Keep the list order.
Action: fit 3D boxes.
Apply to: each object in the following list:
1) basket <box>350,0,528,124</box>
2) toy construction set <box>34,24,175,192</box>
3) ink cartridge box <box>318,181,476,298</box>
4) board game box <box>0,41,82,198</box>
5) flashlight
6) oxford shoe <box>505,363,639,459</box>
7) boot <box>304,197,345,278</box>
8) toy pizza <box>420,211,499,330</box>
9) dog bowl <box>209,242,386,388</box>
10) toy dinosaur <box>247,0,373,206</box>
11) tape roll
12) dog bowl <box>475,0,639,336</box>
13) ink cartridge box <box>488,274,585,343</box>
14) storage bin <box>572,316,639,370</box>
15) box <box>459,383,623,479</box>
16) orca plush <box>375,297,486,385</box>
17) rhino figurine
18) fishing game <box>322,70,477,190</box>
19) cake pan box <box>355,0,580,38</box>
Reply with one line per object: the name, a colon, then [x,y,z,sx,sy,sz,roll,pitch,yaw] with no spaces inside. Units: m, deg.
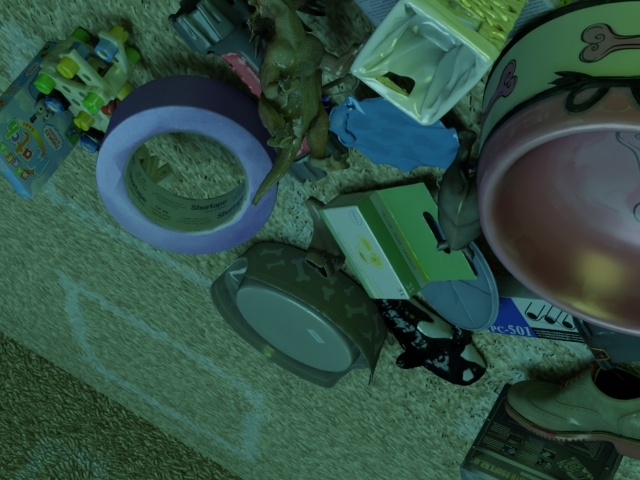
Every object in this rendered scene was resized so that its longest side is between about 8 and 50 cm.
basket: [0.123,-0.214,1.226,0.113,0.103,0.167,36,154,-5]
toy construction set: [-0.337,-0.204,1.900,0.215,0.151,0.328,12,136,38]
ink cartridge box: [0.110,0.005,1.760,0.171,0.056,0.235,59,156,-13]
board game box: [-0.468,-0.200,1.964,0.039,0.211,0.160,15,149,34]
flashlight: [-0.085,-0.214,1.624,0.304,0.103,0.103,46,155,-26]
oxford shoe: [0.428,0.243,1.848,0.348,0.123,0.130,4,115,48]
boot: [0.000,0.000,1.910,0.118,0.087,0.042,45,153,-21]
toy pizza: [0.199,0.043,1.759,0.201,0.032,0.201,41,148,32]
dog bowl: [-0.033,0.138,2.173,0.349,0.102,0.349,26,154,14]
toy dinosaur: [-0.039,-0.198,1.458,0.200,0.127,0.296,46,132,53]
tape roll: [-0.198,-0.111,1.790,0.275,0.090,0.275,1,129,2]
dog bowl: [0.346,-0.052,1.227,0.408,0.150,0.408,18,146,12]
ink cartridge box: [0.323,0.101,1.758,0.207,0.046,0.097,4,140,47]
storage bin: [0.420,0.118,1.633,0.091,0.098,0.135,-7,134,39]
box: [0.379,0.367,1.999,0.231,0.183,0.056,19,151,27]
orca plush: [0.165,0.168,1.993,0.151,0.102,0.287,3,141,46]
rhino figurine: [0.191,-0.043,1.561,0.073,0.106,0.243,14,158,9]
fishing game: [0.102,-0.147,1.575,0.264,0.041,0.189,28,156,-22]
cake pan box: [0.114,-0.312,1.261,0.246,0.070,0.267,48,151,-23]
